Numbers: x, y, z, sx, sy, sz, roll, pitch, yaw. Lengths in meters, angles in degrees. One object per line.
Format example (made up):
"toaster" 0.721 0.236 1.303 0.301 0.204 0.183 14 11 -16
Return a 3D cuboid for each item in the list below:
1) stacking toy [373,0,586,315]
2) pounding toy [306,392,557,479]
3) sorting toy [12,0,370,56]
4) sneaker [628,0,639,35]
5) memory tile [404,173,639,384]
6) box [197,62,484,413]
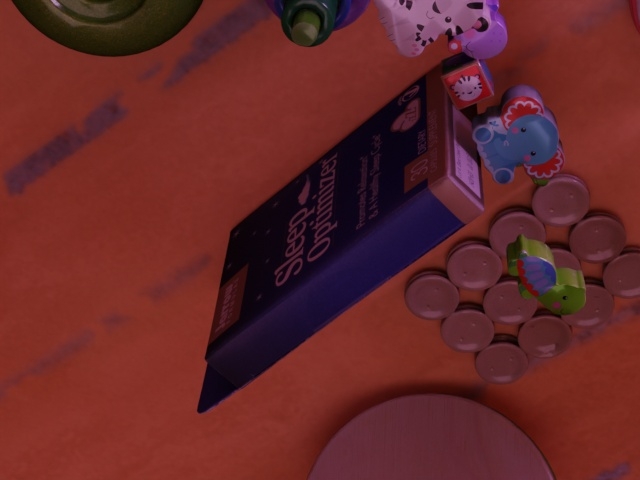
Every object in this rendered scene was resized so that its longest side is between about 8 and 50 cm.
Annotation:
"stacking toy" 0.094 -0.087 0.705 0.052 0.167 0.221 -21 118 17
"pounding toy" 0.066 0.228 0.941 0.183 0.110 0.237 36 84 15
"sorting toy" -0.154 -0.138 0.717 0.365 0.126 0.127 4 123 3
"sneaker" 0.281 -0.187 0.643 0.116 0.136 0.314 27 121 -14
"memory tile" 0.139 0.029 0.870 0.148 0.012 0.113 -38 113 24
"box" 0.000 0.000 0.787 0.036 0.136 0.225 41 117 -21
